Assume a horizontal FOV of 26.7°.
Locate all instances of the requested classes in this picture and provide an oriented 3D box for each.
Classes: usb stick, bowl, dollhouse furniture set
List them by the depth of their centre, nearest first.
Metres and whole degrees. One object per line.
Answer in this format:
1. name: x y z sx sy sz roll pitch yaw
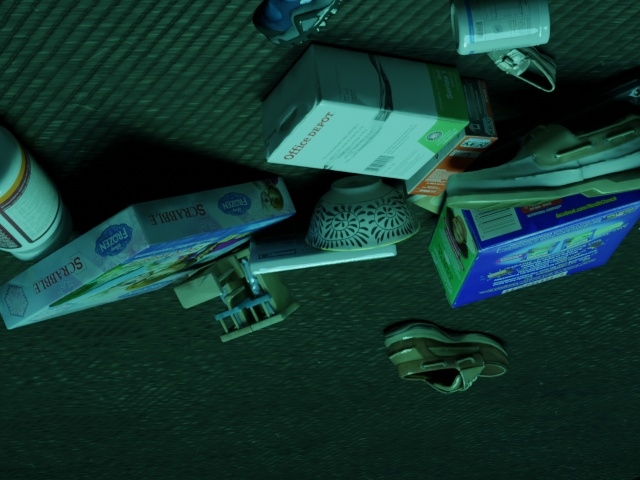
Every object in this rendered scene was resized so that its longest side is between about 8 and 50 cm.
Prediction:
1. usb stick: 0.343 -0.162 1.879 0.278 0.045 0.077 -23 145 30
2. bowl: 0.057 -0.049 1.964 0.170 0.080 0.170 -6 -163 2
3. dollhouse furniture set: -0.149 0.096 2.095 0.129 0.129 0.184 -22 -172 29

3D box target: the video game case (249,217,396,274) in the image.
1. video game case: 0.000 0.000 2.011 0.212 0.023 0.193 -8 -163 0

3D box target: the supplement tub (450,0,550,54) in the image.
1. supplement tub: 0.212 -0.260 1.593 0.107 0.071 0.071 -7 156 -2

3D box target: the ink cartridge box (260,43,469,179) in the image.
1. ink cartridge box: 0.053 -0.162 1.730 0.219 0.092 0.160 6 152 -28

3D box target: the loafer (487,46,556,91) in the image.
1. loafer: 0.261 -0.225 1.721 0.125 0.039 0.045 15 148 -41

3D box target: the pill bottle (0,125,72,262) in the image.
1. pill bottle: -0.415 -0.057 1.782 0.121 0.121 0.221 -11 155 7

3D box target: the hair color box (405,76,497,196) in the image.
1. hair color box: 0.169 -0.138 1.819 0.053 0.093 0.167 2 154 -24

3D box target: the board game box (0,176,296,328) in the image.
1. board game box: -0.249 0.016 1.924 0.318 0.066 0.319 -28 172 37

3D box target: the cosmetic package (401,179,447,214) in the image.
1. cosmetic package: 0.179 -0.074 2.025 0.060 0.041 0.115 -26 150 33

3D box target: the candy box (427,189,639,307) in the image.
1. candy box: 0.317 -0.023 2.006 0.268 0.122 0.317 -16 162 -7

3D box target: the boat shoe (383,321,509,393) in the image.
1. boat shoe: 0.252 0.247 2.660 0.324 0.116 0.123 13 148 -38

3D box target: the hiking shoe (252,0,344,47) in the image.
1. hiking shoe: -0.012 -0.313 1.407 0.132 0.113 0.304 33 149 -12

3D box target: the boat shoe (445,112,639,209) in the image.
1. boat shoe: 0.306 -0.103 1.799 0.302 0.103 0.113 -8 178 -14
